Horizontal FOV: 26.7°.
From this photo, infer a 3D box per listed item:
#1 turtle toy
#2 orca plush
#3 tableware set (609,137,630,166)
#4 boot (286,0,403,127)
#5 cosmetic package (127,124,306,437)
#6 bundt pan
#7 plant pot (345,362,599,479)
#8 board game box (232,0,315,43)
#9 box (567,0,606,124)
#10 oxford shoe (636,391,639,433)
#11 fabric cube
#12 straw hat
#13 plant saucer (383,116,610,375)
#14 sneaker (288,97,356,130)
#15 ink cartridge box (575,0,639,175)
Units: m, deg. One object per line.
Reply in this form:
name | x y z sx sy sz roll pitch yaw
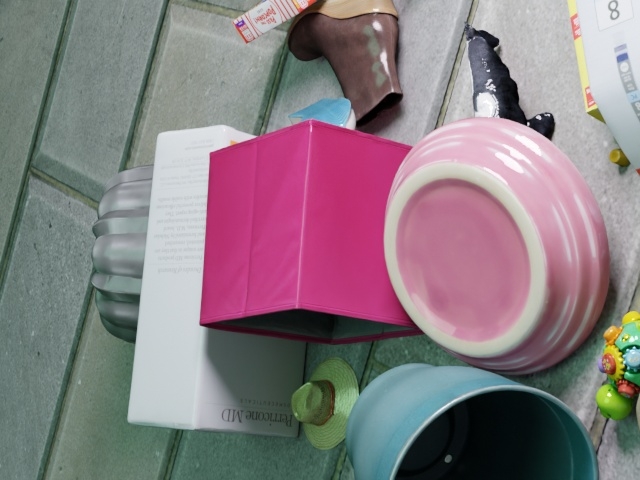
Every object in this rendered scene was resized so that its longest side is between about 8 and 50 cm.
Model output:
turtle toy | 0.353 0.149 1.543 0.095 0.066 0.130 -124 32 -53
orca plush | 0.256 -0.154 1.778 0.151 0.102 0.287 74 -168 -58
tableware set | 0.405 -0.096 1.590 0.154 0.024 0.104 21 102 52
boot | 0.033 -0.270 2.073 0.248 0.090 0.207 -28 63 51
cosmetic package | -0.144 0.069 2.088 0.161 0.230 0.453 -2 80 42
bundt pan | -0.299 0.024 2.252 0.331 0.124 0.331 2 -90 -85
plant pot | 0.157 0.272 1.645 0.255 0.271 0.272 -151 75 -68
board game box | -0.030 -0.394 2.120 0.147 0.193 0.045 -19 109 50
box | 0.355 -0.259 1.643 0.087 0.058 0.232 -29 54 40
oxford shoe | 0.399 0.231 1.427 0.130 0.123 0.348 -149 60 -68
fabric cube | 0.000 0.000 1.908 0.259 0.254 0.258 -13 71 52
straw hat | -0.009 0.243 2.019 0.144 0.061 0.144 -19 66 50
plant saucer | 0.199 0.015 1.681 0.332 0.084 0.332 16 115 39
sneaker | 0.015 -0.156 2.020 0.092 0.087 0.229 65 177 -13
ink cartridge box | 0.430 -0.145 1.403 0.308 0.091 0.385 -17 76 49
